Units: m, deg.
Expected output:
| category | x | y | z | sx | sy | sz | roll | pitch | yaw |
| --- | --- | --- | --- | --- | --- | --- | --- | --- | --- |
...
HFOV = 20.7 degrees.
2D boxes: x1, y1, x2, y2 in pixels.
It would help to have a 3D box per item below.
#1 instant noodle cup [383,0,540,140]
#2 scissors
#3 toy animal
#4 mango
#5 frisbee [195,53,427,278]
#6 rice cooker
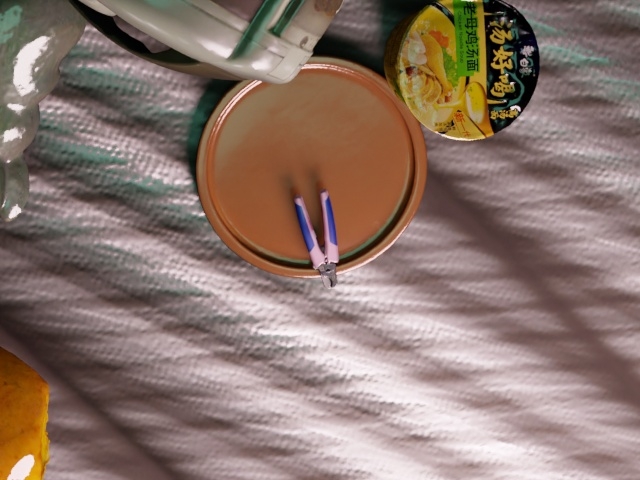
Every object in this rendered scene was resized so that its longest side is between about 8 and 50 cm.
| category | x | y | z | sx | sy | sz | roll | pitch | yaw |
| --- | --- | --- | --- | --- | --- | --- | --- | --- | --- |
| instant noodle cup | 0.136 | -0.181 | 1.808 | 0.152 | 0.122 | 0.151 | -2 | 97 | -13 |
| scissors | 0.000 | 0.000 | 1.891 | 0.039 | 0.012 | 0.113 | -13 | 109 | -3 |
| toy animal | -0.324 | -0.149 | 1.764 | 0.127 | 0.125 | 0.251 | 10 | 102 | -29 |
| mango | -0.442 | 0.178 | 1.830 | 0.350 | 0.199 | 0.201 | 15 | 77 | 3 |
| frisbee | -0.009 | -0.078 | 1.883 | 0.251 | 0.021 | 0.250 | -2 | 106 | -7 |
| rice cooker | -0.104 | -0.321 | 1.644 | 0.335 | 0.335 | 0.325 | 31 | 99 | -15 |
